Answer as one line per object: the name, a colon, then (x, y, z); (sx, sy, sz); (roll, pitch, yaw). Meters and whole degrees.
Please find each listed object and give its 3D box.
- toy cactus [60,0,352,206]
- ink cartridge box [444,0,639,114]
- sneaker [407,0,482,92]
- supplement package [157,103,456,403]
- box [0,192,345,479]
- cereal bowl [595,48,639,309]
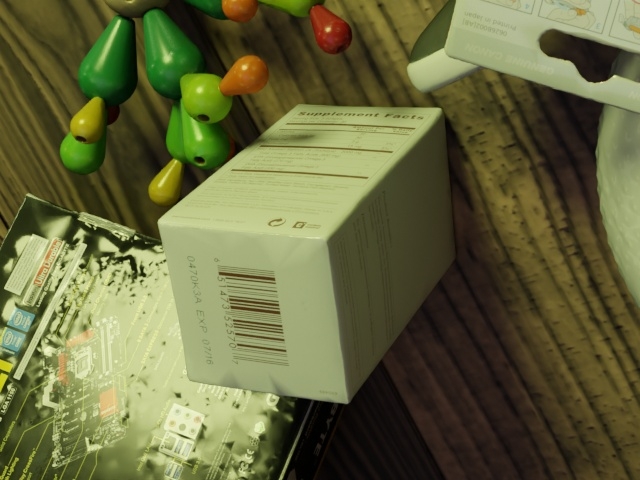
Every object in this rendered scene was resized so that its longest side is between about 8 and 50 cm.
toy cactus: (-0.089, -0.130, 0.803); (0.219, 0.112, 0.180); (-32, 79, 39)
ink cartridge box: (0.146, -0.149, 0.570); (0.145, 0.045, 0.179); (19, 120, 13)
sneaker: (0.126, -0.203, 0.638); (0.296, 0.104, 0.147); (-38, 93, 31)
supplement package: (0.000, 0.000, 0.760); (0.105, 0.179, 0.105); (5, 118, 26)
box: (-0.144, 0.156, 0.856); (0.257, 0.322, 0.079); (17, 164, 20)
cereal bowl: (0.291, -0.022, 0.621); (0.339, 0.141, 0.339); (12, 122, 21)
